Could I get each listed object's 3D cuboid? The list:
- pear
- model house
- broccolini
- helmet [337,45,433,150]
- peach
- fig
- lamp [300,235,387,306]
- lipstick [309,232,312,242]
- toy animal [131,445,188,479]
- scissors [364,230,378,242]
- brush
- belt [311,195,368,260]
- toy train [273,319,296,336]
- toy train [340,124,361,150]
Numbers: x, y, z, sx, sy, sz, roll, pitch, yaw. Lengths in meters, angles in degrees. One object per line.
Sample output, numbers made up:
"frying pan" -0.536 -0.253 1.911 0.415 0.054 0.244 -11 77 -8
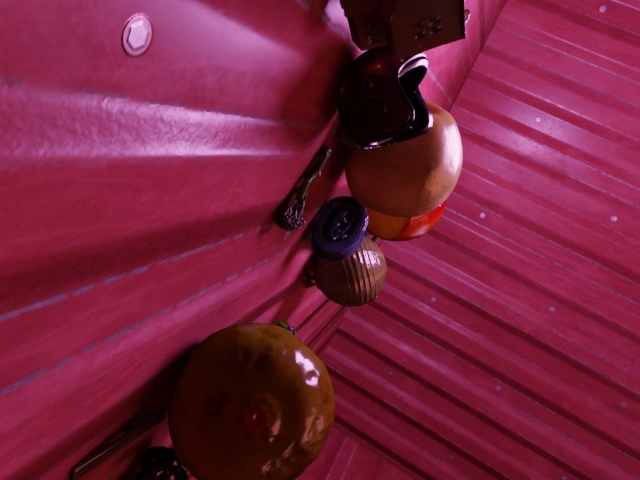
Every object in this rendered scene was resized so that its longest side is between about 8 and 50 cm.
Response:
"pear" 0.215 -0.213 1.199 0.309 0.309 0.309 -56 167 -20
"model house" 0.098 -0.414 0.668 0.248 0.176 0.181 65 12 -49
"broccolini" -0.023 -0.113 1.017 0.216 0.058 0.067 -58 165 -17
"helmet" 0.131 -0.281 0.934 0.216 0.193 0.189 -61 162 21
"peach" 0.283 -0.134 1.670 0.380 0.306 0.242 -52 159 -56
"fig" -0.146 0.330 0.956 0.343 0.343 0.343 -56 167 -20
"lamp" 0.073 0.105 1.525 0.284 0.250 0.250 -17 158 -7
"lipstick" 0.000 0.000 1.405 0.040 0.040 0.141 -61 168 2
"toy animal" -0.366 0.510 0.959 0.245 0.114 0.146 -43 171 30
"scissors" 0.227 -0.134 1.913 0.193 0.029 0.447 -18 -143 48
"brush" -0.350 0.344 0.812 0.190 0.028 0.034 -26 140 -57
"belt" 0.055 -0.035 1.308 0.190 0.141 0.082 -58 169 -26
"toy train" -0.156 0.342 1.470 0.202 0.081 0.060 -55 168 7
"toy train" 0.101 -0.287 1.072 0.149 0.099 0.081 -56 146 1
